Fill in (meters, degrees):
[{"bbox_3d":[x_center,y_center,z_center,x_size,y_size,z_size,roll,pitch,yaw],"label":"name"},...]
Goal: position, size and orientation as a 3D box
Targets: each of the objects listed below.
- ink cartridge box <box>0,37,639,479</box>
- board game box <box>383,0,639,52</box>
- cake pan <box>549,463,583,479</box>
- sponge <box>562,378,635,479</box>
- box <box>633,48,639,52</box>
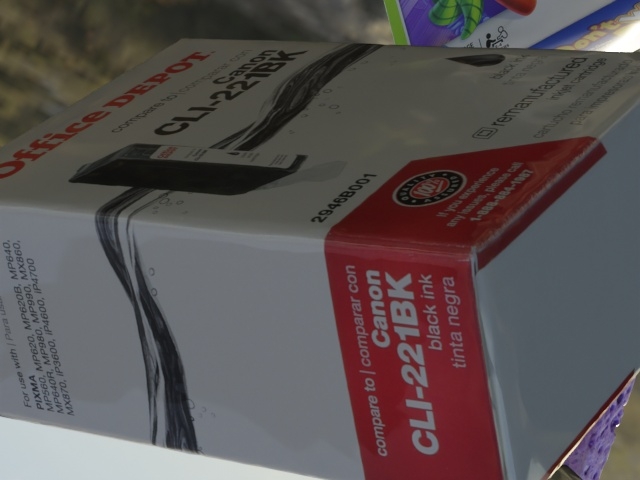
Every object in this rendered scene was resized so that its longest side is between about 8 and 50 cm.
[{"bbox_3d":[0.000,0.000,0.792,0.272,0.114,0.197,5,-152,34],"label":"ink cartridge box"},{"bbox_3d":[0.186,-0.248,1.161,0.347,0.233,0.078,-28,155,32],"label":"board game box"},{"bbox_3d":[0.069,0.236,1.206,0.054,0.293,0.293,56,-178,11],"label":"cake pan"},{"bbox_3d":[0.139,0.110,1.440,0.210,0.117,0.031,28,-167,40],"label":"sponge"},{"bbox_3d":[0.357,-0.171,1.648,0.213,0.117,0.243,-24,179,-43],"label":"box"}]
